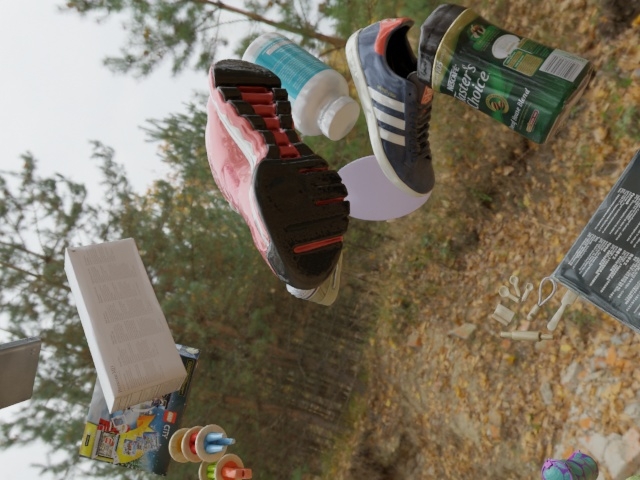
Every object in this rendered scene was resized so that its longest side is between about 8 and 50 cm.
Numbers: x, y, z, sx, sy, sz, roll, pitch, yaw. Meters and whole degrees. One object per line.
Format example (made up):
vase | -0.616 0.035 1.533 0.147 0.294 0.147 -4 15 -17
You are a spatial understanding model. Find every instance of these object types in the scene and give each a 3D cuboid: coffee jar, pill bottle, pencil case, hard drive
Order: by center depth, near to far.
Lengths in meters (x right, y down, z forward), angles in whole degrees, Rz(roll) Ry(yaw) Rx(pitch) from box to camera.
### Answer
coffee jar | 0.195 -0.190 0.561 0.079 0.184 0.096 -50 -21 -13
hard drive | -0.445 0.187 0.663 0.135 0.022 0.094 -5 -69 -68
pill bottle | -0.040 -0.323 1.068 0.146 0.264 0.146 -38 -26 -22
pencil case | 0.548 0.504 1.090 0.064 0.151 0.070 -46 48 31

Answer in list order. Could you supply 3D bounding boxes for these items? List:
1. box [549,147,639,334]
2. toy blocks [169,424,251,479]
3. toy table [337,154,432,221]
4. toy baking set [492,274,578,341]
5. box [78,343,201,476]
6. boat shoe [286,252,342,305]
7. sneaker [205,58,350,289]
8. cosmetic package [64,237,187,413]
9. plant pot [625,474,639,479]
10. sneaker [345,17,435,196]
box | 0.286 -0.015 0.380 0.077 0.147 0.180 43 109 45
toy blocks | -0.155 0.335 0.768 0.148 0.123 0.054 -28 20 46
toy table | 0.175 -0.161 1.390 0.161 0.274 0.253 -48 -37 -69
toy baking set | 0.626 0.203 1.475 0.256 0.030 0.197 -1 88 48
box | -0.320 0.289 0.888 0.044 0.159 0.233 -111 37 -80
boat shoe | 0.000 0.000 1.054 0.109 0.094 0.303 -26 41 43
sneaker | -0.064 -0.069 0.608 0.136 0.115 0.314 -54 51 49
cosmetic package | -0.283 0.112 0.710 0.098 0.239 0.060 -9 -32 -38
plant pot | 0.572 0.456 0.867 0.079 0.083 0.083 -95 17 -48
sneaker | 0.173 -0.253 0.961 0.148 0.350 0.131 -10 21 45
